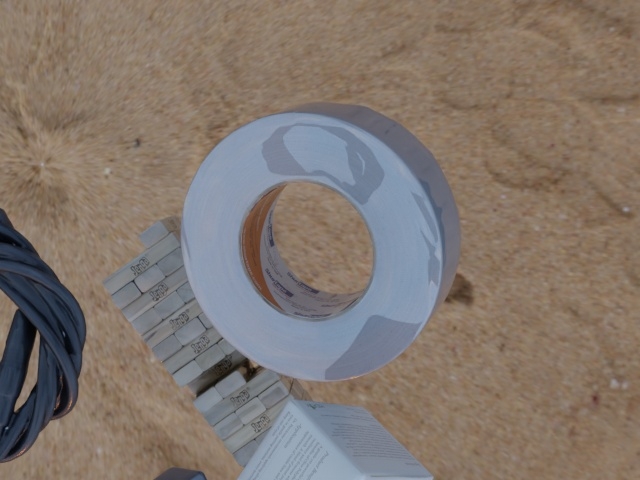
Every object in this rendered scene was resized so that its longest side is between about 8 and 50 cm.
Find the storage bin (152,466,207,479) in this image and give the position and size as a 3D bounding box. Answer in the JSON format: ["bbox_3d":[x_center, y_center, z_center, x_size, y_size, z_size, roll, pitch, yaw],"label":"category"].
[{"bbox_3d":[-0.157,0.288,1.147,0.135,0.098,0.091,-31,108,-40],"label":"storage bin"}]

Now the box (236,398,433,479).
[{"bbox_3d":[0.006,0.183,0.853,0.102,0.087,0.101,16,111,-52],"label":"box"}]

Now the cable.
[{"bbox_3d":[-0.222,0.068,0.636,0.184,0.047,0.150,-39,99,-4],"label":"cable"}]

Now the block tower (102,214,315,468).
[{"bbox_3d":[-0.094,0.135,1.210,0.097,0.091,0.335,-35,93,4],"label":"block tower"}]

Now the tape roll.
[{"bbox_3d":[0.000,0.000,0.939,0.219,0.072,0.219,5,105,19],"label":"tape roll"}]
